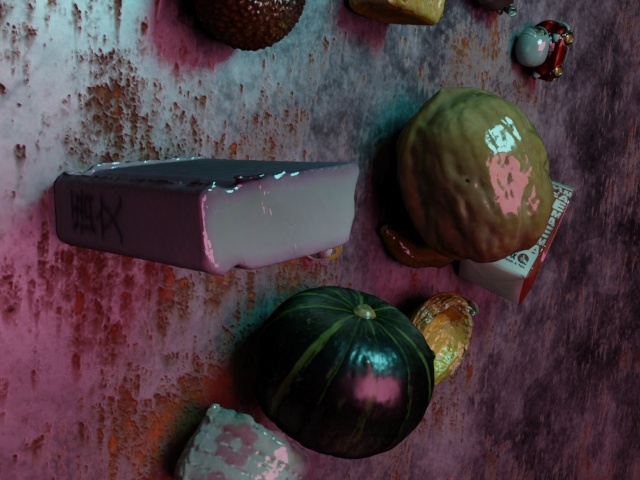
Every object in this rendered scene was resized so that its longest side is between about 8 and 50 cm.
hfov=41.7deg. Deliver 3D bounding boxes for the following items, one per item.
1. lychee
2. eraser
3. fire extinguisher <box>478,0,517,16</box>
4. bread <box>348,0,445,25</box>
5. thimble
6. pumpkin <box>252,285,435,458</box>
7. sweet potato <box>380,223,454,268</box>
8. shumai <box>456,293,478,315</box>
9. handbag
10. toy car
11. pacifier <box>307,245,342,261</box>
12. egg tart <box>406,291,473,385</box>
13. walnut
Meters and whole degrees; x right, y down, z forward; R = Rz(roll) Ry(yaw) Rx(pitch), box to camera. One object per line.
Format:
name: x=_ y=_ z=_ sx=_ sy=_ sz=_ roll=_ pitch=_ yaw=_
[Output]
lychee: x=-0.108 y=-0.386 z=1.288 sx=0.194 sy=0.194 sz=0.195 roll=-10 pitch=104 yaw=-43
eraser: x=-0.160 y=-0.047 z=1.163 sx=0.272 sy=0.359 sz=0.123 roll=-11 pitch=104 yaw=-44
fire extinguisher: x=0.347 y=-0.567 z=1.760 sx=0.269 sy=0.104 sz=0.105 roll=43 pitch=67 yaw=-40
bread: x=0.147 y=-0.480 z=1.538 sx=0.143 sy=0.149 sz=0.158 roll=16 pitch=86 yaw=-42
thimble: x=-0.134 y=0.372 z=1.388 sx=0.211 sy=0.185 sz=0.149 roll=38 pitch=69 yaw=-24
pumpkin: x=0.041 y=0.219 z=1.450 sx=0.323 sy=0.323 sz=0.241 roll=-9 pitch=132 yaw=-43
sweet potato: x=0.204 y=0.018 z=1.746 sx=0.233 sy=0.062 sz=0.081 roll=8 pitch=73 yaw=-42
shumai: x=0.315 y=0.158 z=1.862 sx=0.083 sy=0.080 sz=0.082 roll=-31 pitch=119 yaw=-38
handbag: x=0.441 y=-0.027 z=1.869 sx=0.298 sy=0.171 sz=0.151 roll=-55 pitch=159 yaw=-23
toy car: x=0.500 y=-0.436 z=1.933 sx=0.112 sy=0.112 sz=0.139 roll=-6 pitch=112 yaw=-29
pacifier: x=0.000 y=0.000 z=1.553 sx=0.083 sy=0.068 sz=0.064 roll=43 pitch=33 yaw=-24
egg tart: x=0.236 y=0.204 z=1.779 sx=0.212 sy=0.090 sz=0.213 roll=-14 pitch=114 yaw=-35
walnut: x=0.292 y=-0.132 z=1.633 sx=0.306 sy=0.306 sz=0.344 roll=-34 pitch=111 yaw=-35
